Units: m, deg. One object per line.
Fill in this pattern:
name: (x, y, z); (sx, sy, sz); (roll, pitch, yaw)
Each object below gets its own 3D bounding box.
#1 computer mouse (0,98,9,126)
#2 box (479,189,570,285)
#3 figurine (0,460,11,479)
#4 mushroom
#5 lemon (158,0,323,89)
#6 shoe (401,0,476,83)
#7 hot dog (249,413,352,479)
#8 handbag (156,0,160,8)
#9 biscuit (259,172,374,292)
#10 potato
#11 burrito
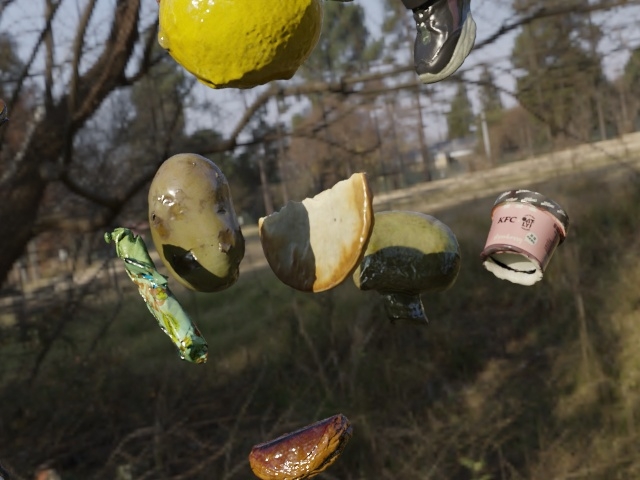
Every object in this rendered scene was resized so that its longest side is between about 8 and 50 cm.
computer mouse: (-0.705, -0.215, 1.992); (0.158, 0.072, 0.310); (-40, 21, -27)
box: (0.384, 0.001, 1.970); (0.151, 0.135, 0.151); (22, -27, 12)
figurine: (-0.522, 0.509, 1.690); (0.283, 0.338, 0.204); (-18, -18, -32)
mushroom: (0.198, 0.039, 2.460); (0.217, 0.292, 0.212); (30, -31, -34)
lemon: (-0.121, -0.359, 1.637); (0.288, 0.233, 0.233); (-20, 5, -21)
shoe: (0.109, -0.248, 1.051); (0.099, 0.169, 0.071); (21, -14, -36)
hot dog: (-0.038, 0.433, 2.117); (0.227, 0.099, 0.160); (-21, -4, 19)
handbag: (-0.241, -0.521, 1.914); (0.151, 0.171, 0.298); (-31, -10, 35)
biscuit: (0.000, 0.000, 2.031); (0.040, 0.205, 0.309); (5, -20, -45)
potato: (-0.230, -0.029, 1.889); (0.165, 0.262, 0.165); (-20, 0, 0)
burrito: (-0.271, 0.078, 1.684); (0.054, 0.288, 0.104); (-30, -25, -13)
